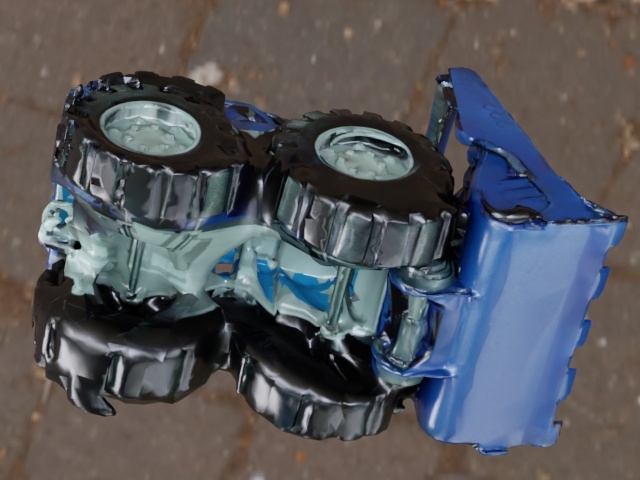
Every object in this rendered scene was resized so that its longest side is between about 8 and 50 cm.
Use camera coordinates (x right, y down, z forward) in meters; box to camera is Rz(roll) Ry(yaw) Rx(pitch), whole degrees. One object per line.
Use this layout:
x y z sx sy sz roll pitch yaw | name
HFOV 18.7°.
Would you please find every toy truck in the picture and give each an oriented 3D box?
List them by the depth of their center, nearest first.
0.000 0.000 0.738 0.208 0.126 0.113 11 122 -4 | toy truck
